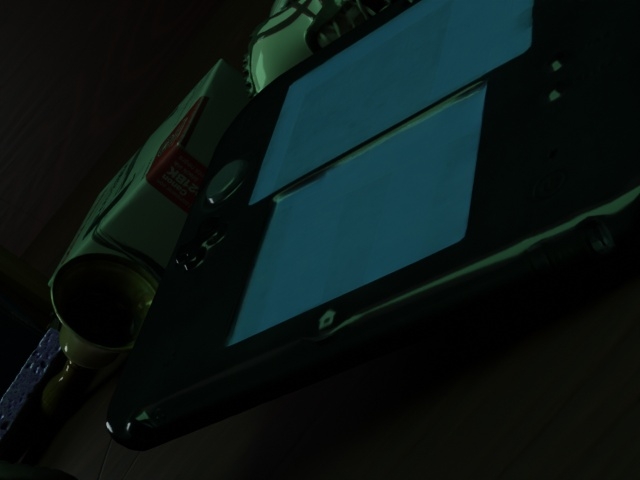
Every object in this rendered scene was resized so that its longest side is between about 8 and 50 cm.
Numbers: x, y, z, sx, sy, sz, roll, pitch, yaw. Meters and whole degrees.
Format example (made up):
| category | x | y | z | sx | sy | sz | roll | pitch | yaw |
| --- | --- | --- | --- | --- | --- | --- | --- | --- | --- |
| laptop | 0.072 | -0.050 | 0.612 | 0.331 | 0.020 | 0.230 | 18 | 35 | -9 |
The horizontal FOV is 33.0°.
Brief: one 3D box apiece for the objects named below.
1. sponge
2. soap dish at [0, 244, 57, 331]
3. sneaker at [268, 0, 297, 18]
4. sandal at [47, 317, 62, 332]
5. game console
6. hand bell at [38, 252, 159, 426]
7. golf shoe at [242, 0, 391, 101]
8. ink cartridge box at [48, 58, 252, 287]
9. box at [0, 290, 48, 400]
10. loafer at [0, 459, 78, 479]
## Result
| category | x | y | z | sx | sy | sz | roll | pitch | yaw |
| --- | --- | --- | --- | --- | --- | --- | --- | --- | --- |
| sponge | -0.353 | 0.210 | 1.264 | 0.210 | 0.031 | 0.117 | -59 | -8 | -24 |
| soap dish | -0.539 | 0.150 | 1.644 | 0.291 | 0.229 | 0.118 | -55 | 27 | -9 |
| sneaker | -0.013 | -0.346 | 1.463 | 0.115 | 0.105 | 0.281 | -21 | 35 | 60 |
| sandal | -0.437 | 0.198 | 1.542 | 0.219 | 0.060 | 0.090 | -56 | 17 | -14 |
| game console | 0.043 | -0.056 | 0.672 | 0.386 | 0.060 | 0.342 | -27 | 27 | 35 |
| hand bell | -0.267 | 0.137 | 1.191 | 0.242 | 0.126 | 0.126 | -55 | 11 | 40 |
| golf shoe | 0.006 | -0.239 | 1.199 | 0.120 | 0.105 | 0.273 | -20 | 35 | 49 |
| ink cartridge box | -0.171 | -0.046 | 1.239 | 0.273 | 0.114 | 0.197 | -42 | 19 | 33 |
| box | -0.514 | 0.110 | 1.397 | 0.183 | 0.296 | 0.294 | -54 | 35 | -8 |
| loafer | -0.288 | 0.298 | 0.858 | 0.366 | 0.133 | 0.130 | -52 | 36 | 38 |
